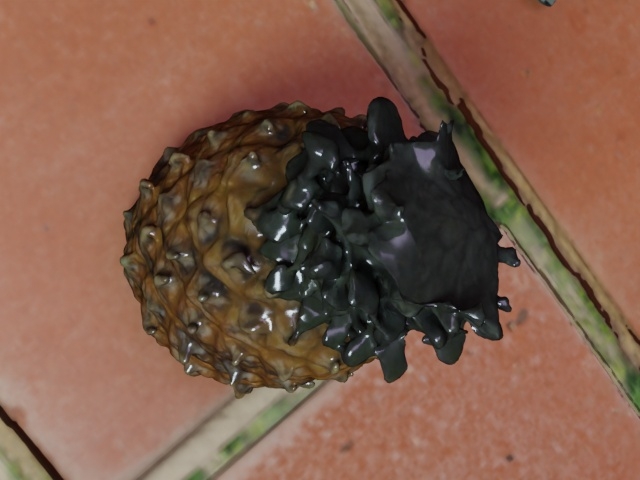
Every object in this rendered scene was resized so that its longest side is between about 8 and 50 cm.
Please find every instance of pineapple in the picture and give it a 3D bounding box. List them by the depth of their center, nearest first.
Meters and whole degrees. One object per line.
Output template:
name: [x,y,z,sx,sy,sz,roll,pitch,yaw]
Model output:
pineapple: [0.000,0.000,0.645,0.158,0.278,0.158,1,86,-20]

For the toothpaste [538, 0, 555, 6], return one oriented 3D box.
toothpaste: [0.178,-0.238,0.879,0.049,0.031,0.204,38,74,-14]
